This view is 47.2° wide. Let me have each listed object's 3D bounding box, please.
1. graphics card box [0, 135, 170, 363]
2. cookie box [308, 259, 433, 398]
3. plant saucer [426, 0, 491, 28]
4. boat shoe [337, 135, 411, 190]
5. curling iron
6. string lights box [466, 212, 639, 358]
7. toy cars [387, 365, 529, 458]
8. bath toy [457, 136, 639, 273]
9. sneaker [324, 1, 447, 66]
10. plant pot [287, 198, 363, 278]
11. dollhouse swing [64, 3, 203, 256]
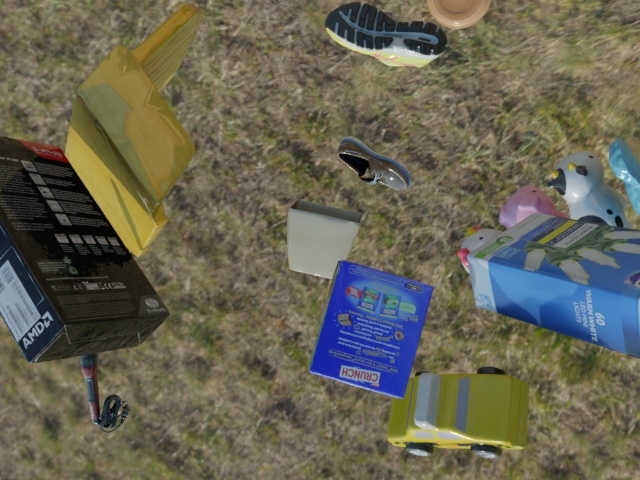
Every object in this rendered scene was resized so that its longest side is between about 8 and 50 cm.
[{"bbox_3d":[-0.411,0.002,1.100,0.094,0.233,0.371,-44,72,17],"label":"graphics card box"},{"bbox_3d":[0.046,0.082,0.682,0.091,0.040,0.107,17,85,0],"label":"cookie box"},{"bbox_3d":[0.175,-0.311,0.926,0.083,0.013,0.084,5,104,19],"label":"plant saucer"},{"bbox_3d":[0.115,-0.157,1.629,0.183,0.066,0.066,30,137,2],"label":"boat shoe"},{"bbox_3d":[-0.390,0.211,1.279,0.035,0.068,0.274,-150,49,-62],"label":"curling iron"},{"bbox_3d":[0.306,0.045,0.803,0.259,0.133,0.077,15,127,52],"label":"string lights box"},{"bbox_3d":[0.189,0.246,0.787,0.176,0.087,0.394,-53,38,8],"label":"toy cars"},{"bbox_3d":[0.352,-0.032,1.152,0.348,0.129,0.151,-34,57,41],"label":"bath toy"},{"bbox_3d":[0.105,-0.338,1.256,0.208,0.094,0.081,15,77,-7],"label":"sneaker"},{"bbox_3d":[0.000,0.000,1.121,0.109,0.109,0.096,13,101,2],"label":"plant pot"},{"bbox_3d":[-0.287,-0.200,1.355,0.315,0.305,0.347,55,152,0],"label":"dollhouse swing"}]
